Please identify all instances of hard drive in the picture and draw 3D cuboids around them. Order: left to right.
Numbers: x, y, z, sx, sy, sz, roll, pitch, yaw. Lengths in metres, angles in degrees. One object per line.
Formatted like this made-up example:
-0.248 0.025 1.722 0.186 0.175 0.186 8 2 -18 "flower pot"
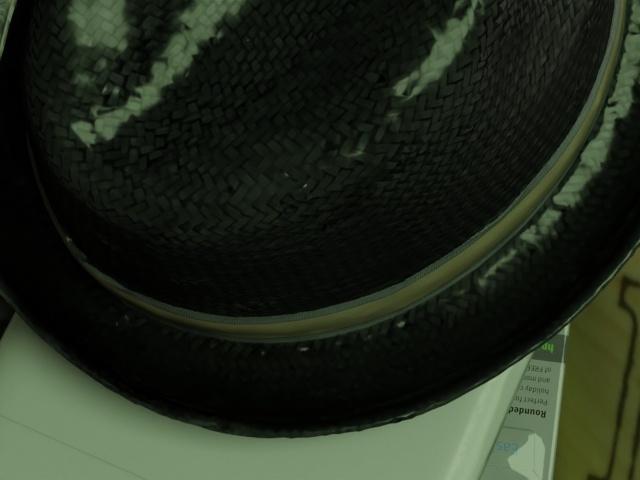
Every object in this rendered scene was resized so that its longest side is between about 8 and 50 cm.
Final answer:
0.000 0.000 0.790 0.203 0.040 0.307 23 74 7 "hard drive"

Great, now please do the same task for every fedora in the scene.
-0.001 -0.090 0.688 0.334 0.152 0.334 0 85 3 "fedora"

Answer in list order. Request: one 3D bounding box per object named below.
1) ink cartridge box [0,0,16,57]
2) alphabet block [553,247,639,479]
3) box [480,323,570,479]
-0.220 -0.083 0.641 0.207 0.117 0.283 14 95 -28 "ink cartridge box"
0.229 0.071 0.855 0.192 0.197 0.193 -2 106 -29 "alphabet block"
0.031 0.082 0.819 0.145 0.038 0.186 7 81 2 "box"
